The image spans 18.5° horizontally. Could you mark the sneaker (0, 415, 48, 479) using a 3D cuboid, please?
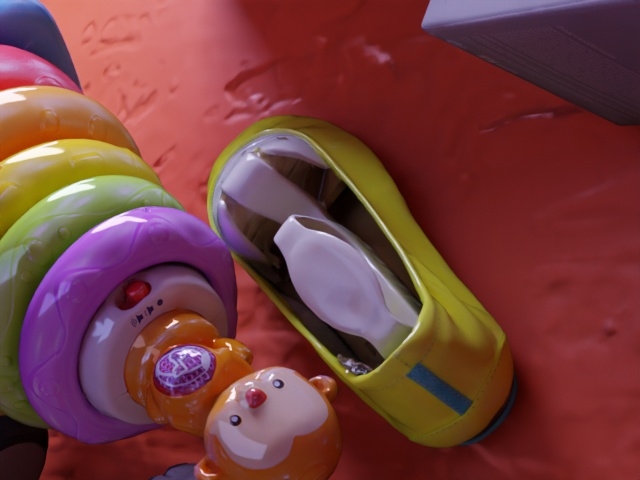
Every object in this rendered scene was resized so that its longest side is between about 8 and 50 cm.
[{"bbox_3d":[-0.182,0.206,0.926,0.108,0.100,0.271,18,81,22],"label":"sneaker"}]

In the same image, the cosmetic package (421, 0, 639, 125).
[{"bbox_3d":[0.136,-0.111,0.649,0.127,0.107,0.238,-67,22,-3],"label":"cosmetic package"}]

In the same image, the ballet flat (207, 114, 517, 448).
[{"bbox_3d":[0.000,0.000,0.820,0.077,0.077,0.231,-52,43,10],"label":"ballet flat"}]

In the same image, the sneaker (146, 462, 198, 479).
[{"bbox_3d":[-0.063,0.223,0.776,0.110,0.107,0.275,13,82,40],"label":"sneaker"}]

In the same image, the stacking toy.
[{"bbox_3d":[-0.099,0.027,0.833,0.175,0.165,0.302,-35,44,-24],"label":"stacking toy"}]
